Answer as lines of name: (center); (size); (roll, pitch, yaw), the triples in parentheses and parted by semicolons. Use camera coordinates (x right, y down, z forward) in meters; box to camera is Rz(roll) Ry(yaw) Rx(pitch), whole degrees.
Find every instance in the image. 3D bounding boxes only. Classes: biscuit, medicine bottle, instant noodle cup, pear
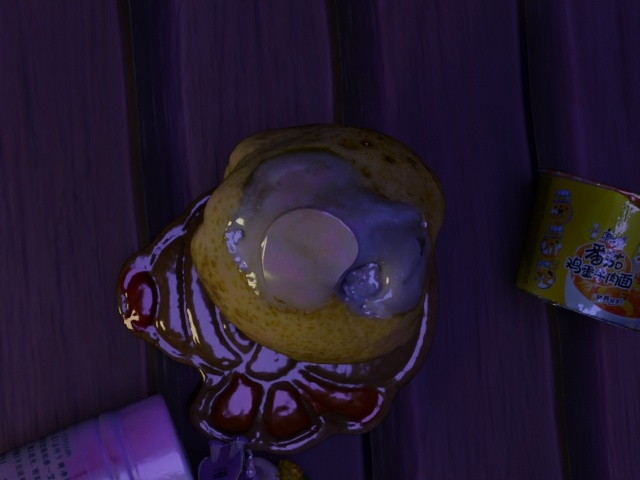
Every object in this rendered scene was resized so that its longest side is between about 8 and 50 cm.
biscuit: (-0.047, 0.071, 1.174); (0.381, 0.074, 0.359); (-2, 85, -13)
medicine bottle: (-0.266, 0.280, 1.079); (0.254, 0.152, 0.152); (-21, 91, -10)
instant noodle cup: (0.327, 0.012, 1.178); (0.205, 0.205, 0.153); (20, 94, -8)
pear: (0.000, 0.000, 1.044); (0.271, 0.271, 0.271); (0, 87, -9)

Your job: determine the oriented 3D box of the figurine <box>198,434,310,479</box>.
figurine: (-0.068, 0.299, 1.123); (0.156, 0.095, 0.115); (42, 48, -46)
